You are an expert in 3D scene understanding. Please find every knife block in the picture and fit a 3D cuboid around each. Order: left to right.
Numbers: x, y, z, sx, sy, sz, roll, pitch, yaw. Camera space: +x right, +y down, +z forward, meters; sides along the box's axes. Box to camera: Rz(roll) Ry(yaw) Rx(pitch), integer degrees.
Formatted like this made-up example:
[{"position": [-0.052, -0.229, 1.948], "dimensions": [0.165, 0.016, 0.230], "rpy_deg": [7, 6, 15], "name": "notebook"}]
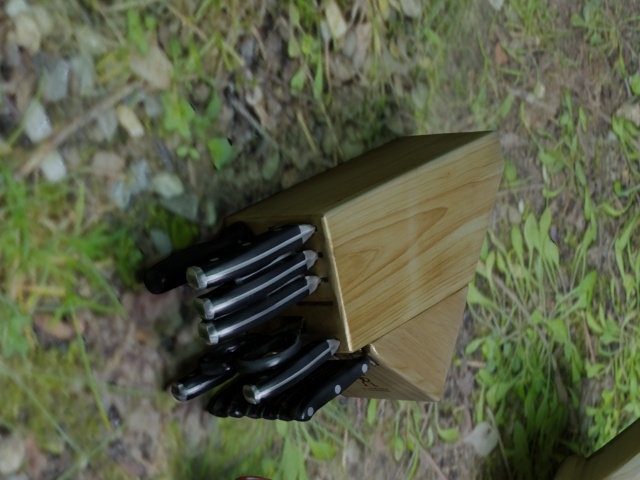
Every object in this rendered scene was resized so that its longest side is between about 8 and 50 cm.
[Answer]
[{"position": [0.000, 0.000, 1.241], "dimensions": [0.242, 0.088, 0.276], "rpy_deg": [40, 60, -44], "name": "knife block"}]

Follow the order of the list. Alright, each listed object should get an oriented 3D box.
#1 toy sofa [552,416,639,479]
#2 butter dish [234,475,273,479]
[{"position": [0.312, 0.315, 1.465], "dimensions": [0.362, 0.177, 0.150], "rpy_deg": [50, 15, 3], "name": "toy sofa"}, {"position": [-0.011, 0.249, 1.207], "dimensions": [0.160, 0.118, 0.160], "rpy_deg": [18, 72, -8], "name": "butter dish"}]
